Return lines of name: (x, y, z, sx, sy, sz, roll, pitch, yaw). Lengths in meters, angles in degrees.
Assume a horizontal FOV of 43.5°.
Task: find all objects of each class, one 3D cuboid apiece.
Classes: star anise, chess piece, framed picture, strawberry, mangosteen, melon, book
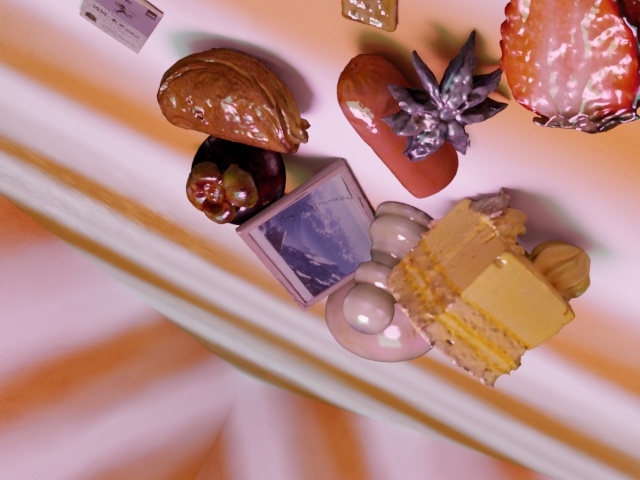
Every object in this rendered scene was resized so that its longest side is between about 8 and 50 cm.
star anise: (0.177, -0.183, 1.110, 0.180, 0.061, 0.204, 25, 126, -33)
chess piece: (0.125, 0.065, 1.582, 0.144, 0.251, 0.144, 24, 160, 10)
framed picture: (0.000, 0.000, 1.643, 0.022, 0.247, 0.335, 57, -179, 39)
strawberry: (0.296, -0.239, 0.883, 0.190, 0.111, 0.237, 22, 138, 43)
mangosteen: (-0.165, -0.121, 1.563, 0.209, 0.210, 0.210, 23, 159, 9)
melon: (0.145, 0.168, 1.848, 0.223, 0.223, 0.317, 39, 157, -30)
book: (-0.350, -0.394, 1.400, 0.127, 0.014, 0.181, 34, 159, -18)

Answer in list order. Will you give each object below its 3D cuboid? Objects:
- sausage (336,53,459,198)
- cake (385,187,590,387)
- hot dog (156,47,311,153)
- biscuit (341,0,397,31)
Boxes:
sausage: (0.115, -0.174, 1.217, 0.113, 0.114, 0.259, 6, 153, 43)
cake: (0.300, 0.070, 1.401, 0.227, 0.286, 0.222, 37, -169, -26)
hot dog: (-0.139, -0.234, 1.381, 0.272, 0.122, 0.196, 13, 157, 24)
biscuit: (0.064, -0.317, 1.075, 0.083, 0.018, 0.081, 22, 158, 13)
